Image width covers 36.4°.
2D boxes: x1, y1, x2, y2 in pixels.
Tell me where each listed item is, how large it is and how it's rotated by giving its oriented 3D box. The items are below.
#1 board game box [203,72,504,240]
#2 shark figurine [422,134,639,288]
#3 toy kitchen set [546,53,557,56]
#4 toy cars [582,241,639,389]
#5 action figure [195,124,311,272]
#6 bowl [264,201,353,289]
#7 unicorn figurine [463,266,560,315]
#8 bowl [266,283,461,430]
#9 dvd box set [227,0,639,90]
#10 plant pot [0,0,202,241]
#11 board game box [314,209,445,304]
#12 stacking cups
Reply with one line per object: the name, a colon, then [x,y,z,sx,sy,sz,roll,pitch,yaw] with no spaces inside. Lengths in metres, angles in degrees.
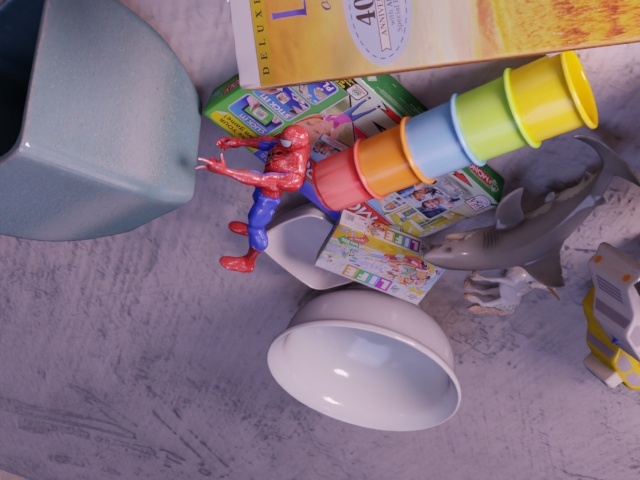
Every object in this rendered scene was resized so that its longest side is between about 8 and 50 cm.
board game box: [0.042,-0.114,1.192,0.317,0.046,0.213,38,140,-25]
shark figurine: [0.280,-0.008,1.156,0.278,0.116,0.166,-34,150,34]
toy kitchen set: [0.132,-0.234,0.881,0.207,0.166,0.122,-18,132,40]
toy cars: [0.381,0.126,1.212,0.176,0.087,0.394,49,179,20]
action figure: [-0.099,-0.067,1.197,0.139,0.091,0.280,18,146,-14]
bowl: [0.000,0.000,1.358,0.142,0.053,0.142,39,141,-27]
unicorn figurine: [0.258,0.062,1.332,0.111,0.060,0.162,16,161,3]
bowl: [0.078,0.159,1.469,0.297,0.134,0.298,12,144,9]
dvd box set: [0.110,-0.290,0.753,0.420,0.062,0.308,-2,98,27]
plant pot: [-0.283,-0.131,1.158,0.252,0.248,0.247,22,149,-38]
board game box: [0.081,0.024,1.290,0.154,0.026,0.103,21,142,-7]
stacking cups: [0.133,-0.117,1.061,0.316,0.096,0.096,-17,132,27]
